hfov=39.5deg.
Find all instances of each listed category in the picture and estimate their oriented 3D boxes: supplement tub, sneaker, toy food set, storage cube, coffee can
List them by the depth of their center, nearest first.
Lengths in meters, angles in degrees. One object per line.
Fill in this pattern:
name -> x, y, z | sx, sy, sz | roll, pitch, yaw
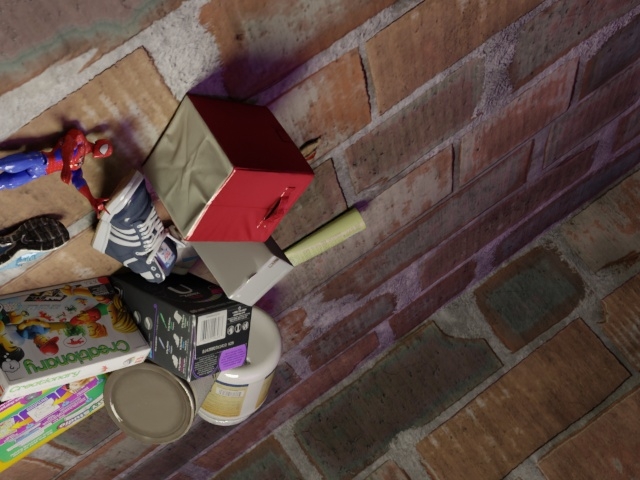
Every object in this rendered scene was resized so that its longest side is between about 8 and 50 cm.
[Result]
sneaker -> -0.513, 0.010, 1.533 | 0.162, 0.063, 0.073 | -20, 169, -27
sneaker -> -0.305, -0.019, 1.556 | 0.099, 0.153, 0.282 | -59, -173, -28
storage cube -> -0.165, -0.123, 1.580 | 0.193, 0.215, 0.184 | 1, 137, -47
sneaker -> -0.318, 0.012, 1.783 | 0.092, 0.087, 0.228 | -51, 162, 14
toy food set -> -0.053, -0.171, 1.897 | 0.122, 0.019, 0.078 | -35, 159, -27
coffee can -> -0.332, 0.289, 1.978 | 0.201, 0.201, 0.275 | -49, -175, 25
supplement tub -> -0.232, 0.327, 2.306 | 0.228, 0.228, 0.316 | -25, 154, -28

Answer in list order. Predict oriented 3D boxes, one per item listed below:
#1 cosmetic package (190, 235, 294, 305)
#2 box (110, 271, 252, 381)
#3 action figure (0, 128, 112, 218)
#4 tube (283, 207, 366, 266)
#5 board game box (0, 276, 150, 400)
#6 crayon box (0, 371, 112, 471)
cosmetic package -> -0.174, -0.001, 1.753 | 0.127, 0.238, 0.107 | -41, 157, 9
box -> -0.289, 0.160, 1.816 | 0.165, 0.270, 0.143 | -10, 113, -48
action figure -> -0.429, -0.087, 1.360 | 0.280, 0.139, 0.091 | -25, 155, -34
tube -> 0.000, 0.000, 2.256 | 0.240, 0.062, 0.070 | -31, 113, -4
board game box -> -0.496, 0.177, 1.679 | 0.305, 0.193, 0.053 | -11, 146, -47
crayon box -> -0.611, 0.331, 1.916 | 0.363, 0.106, 0.313 | -32, 158, -15
